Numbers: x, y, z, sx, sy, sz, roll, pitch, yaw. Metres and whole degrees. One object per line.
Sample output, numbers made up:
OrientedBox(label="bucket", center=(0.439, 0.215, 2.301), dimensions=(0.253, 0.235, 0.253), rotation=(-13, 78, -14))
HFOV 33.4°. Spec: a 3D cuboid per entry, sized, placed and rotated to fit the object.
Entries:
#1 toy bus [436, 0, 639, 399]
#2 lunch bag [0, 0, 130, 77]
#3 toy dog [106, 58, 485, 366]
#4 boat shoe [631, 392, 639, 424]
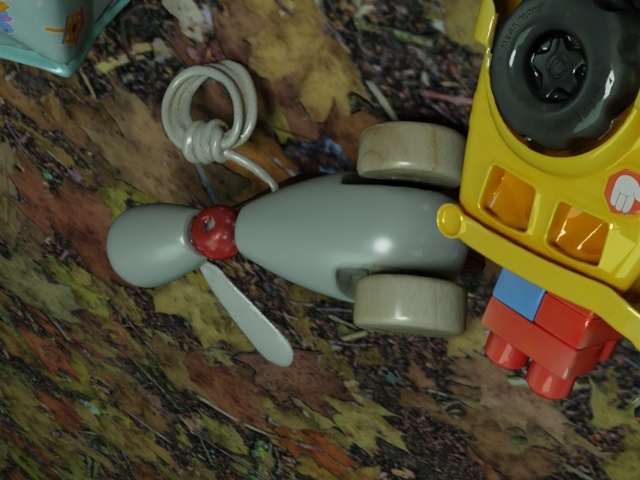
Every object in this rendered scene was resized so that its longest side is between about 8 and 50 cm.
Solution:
OrientedBox(label="toy bus", center=(0.168, -0.007, 0.529), dimensions=(0.220, 0.149, 0.211), rotation=(31, 113, 39))
OrientedBox(label="lunch bag", center=(-0.283, -0.271, 0.797), dimensions=(0.262, 0.160, 0.223), rotation=(20, 145, 16))
OrientedBox(label="toy dog", center=(0.000, 0.000, 0.870), dimensions=(0.334, 0.220, 0.161), rotation=(22, 177, 36))
OrientedBox(label="boat shoe", center=(0.280, 0.112, 0.842), dimensions=(0.137, 0.049, 0.043), rotation=(93, 159, -54))
